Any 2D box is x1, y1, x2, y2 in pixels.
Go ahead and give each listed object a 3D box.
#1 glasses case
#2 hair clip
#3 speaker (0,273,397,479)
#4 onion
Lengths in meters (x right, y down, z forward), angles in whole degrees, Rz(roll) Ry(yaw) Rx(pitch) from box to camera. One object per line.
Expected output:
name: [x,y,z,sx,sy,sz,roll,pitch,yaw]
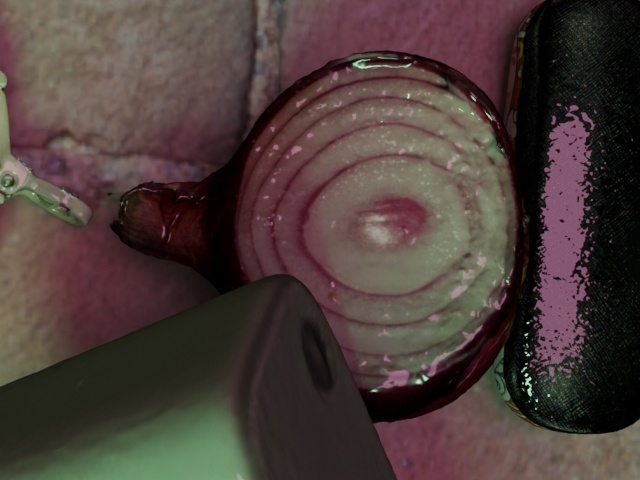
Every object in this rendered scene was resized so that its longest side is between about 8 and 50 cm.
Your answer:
glasses case: [0.159,-0.018,0.791,0.103,0.067,0.266,8,84,-17]
hair clip: [-0.183,-0.097,0.698,0.072,0.034,0.226,-17,89,-23]
speaker: [-0.028,0.234,0.593,0.184,0.183,0.406,-19,107,13]
onion: [0.000,0.000,0.704,0.218,0.140,0.195,-1,81,6]
